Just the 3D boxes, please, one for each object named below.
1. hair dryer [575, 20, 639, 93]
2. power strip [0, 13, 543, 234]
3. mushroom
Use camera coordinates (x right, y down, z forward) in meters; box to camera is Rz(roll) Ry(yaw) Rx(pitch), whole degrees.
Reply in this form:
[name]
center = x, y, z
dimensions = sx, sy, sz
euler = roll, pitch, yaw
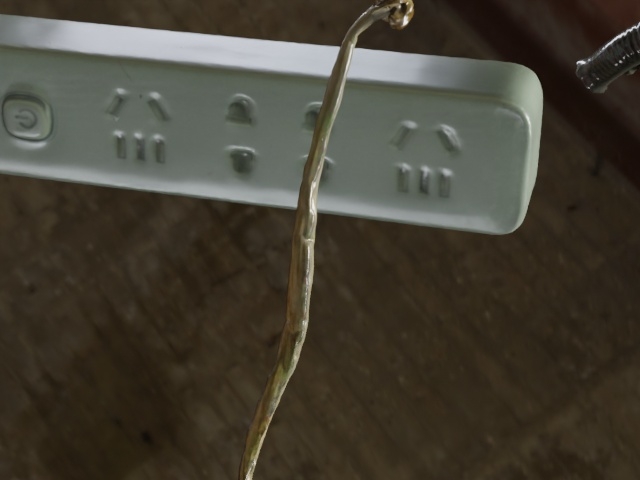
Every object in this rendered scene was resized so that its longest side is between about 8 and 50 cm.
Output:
[hair dryer]
center = 0.359, -0.209, 1.242
dimensions = 0.361, 0.301, 0.121
euler = -26, -97, 24
[power strip]
center = -0.064, -0.073, 0.969
dimensions = 0.385, 0.091, 0.062
euler = 7, -152, 10
[mushroom]
center = -0.006, -0.002, 0.843
dimensions = 0.028, 0.026, 0.286
euler = 20, -85, 15
